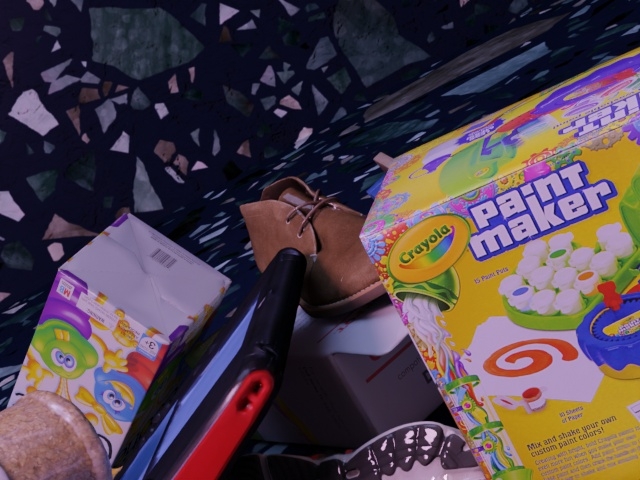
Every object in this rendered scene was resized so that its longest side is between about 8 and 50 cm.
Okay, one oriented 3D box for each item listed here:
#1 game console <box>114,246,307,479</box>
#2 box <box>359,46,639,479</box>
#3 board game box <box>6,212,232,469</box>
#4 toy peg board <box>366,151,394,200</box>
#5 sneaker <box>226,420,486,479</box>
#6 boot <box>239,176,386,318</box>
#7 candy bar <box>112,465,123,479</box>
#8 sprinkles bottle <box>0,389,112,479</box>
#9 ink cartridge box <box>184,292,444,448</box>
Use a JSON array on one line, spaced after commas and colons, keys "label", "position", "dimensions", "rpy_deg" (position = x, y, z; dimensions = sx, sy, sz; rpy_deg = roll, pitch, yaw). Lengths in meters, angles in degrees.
[{"label": "game console", "position": [-0.124, 0.181, 1.013], "dimensions": [0.342, 0.060, 0.386], "rpy_deg": [-59, 5, 12]}, {"label": "box", "position": [0.225, 0.031, 0.804], "dimensions": [0.290, 0.279, 0.177], "rpy_deg": [-23, 15, 19]}, {"label": "board game box", "position": [-0.233, 0.134, 1.343], "dimensions": [0.142, 0.144, 0.275], "rpy_deg": [-49, -11, -54]}, {"label": "toy peg board", "position": [0.115, -0.016, 1.477], "dimensions": [0.079, 0.160, 0.161], "rpy_deg": [-44, 14, 0]}, {"label": "sneaker", "position": [0.027, 0.210, 0.940], "dimensions": [0.279, 0.107, 0.118], "rpy_deg": [-16, -17, 31]}, {"label": "boot", "position": [0.000, 0.000, 1.196], "dimensions": [0.112, 0.115, 0.305], "rpy_deg": [-34, 15, -22]}, {"label": "candy bar", "position": [-0.263, 0.227, 1.125], "dimensions": [0.161, 0.018, 0.040], "rpy_deg": [-4, 29, 14]}, {"label": "sprinkles bottle", "position": [-0.315, 0.229, 0.864], "dimensions": [0.121, 0.121, 0.355], "rpy_deg": [-15, 9, 44]}, {"label": "ink cartridge box", "position": [0.044, 0.105, 1.222], "dimensions": [0.207, 0.119, 0.353], "rpy_deg": [-38, 16, -31]}]
